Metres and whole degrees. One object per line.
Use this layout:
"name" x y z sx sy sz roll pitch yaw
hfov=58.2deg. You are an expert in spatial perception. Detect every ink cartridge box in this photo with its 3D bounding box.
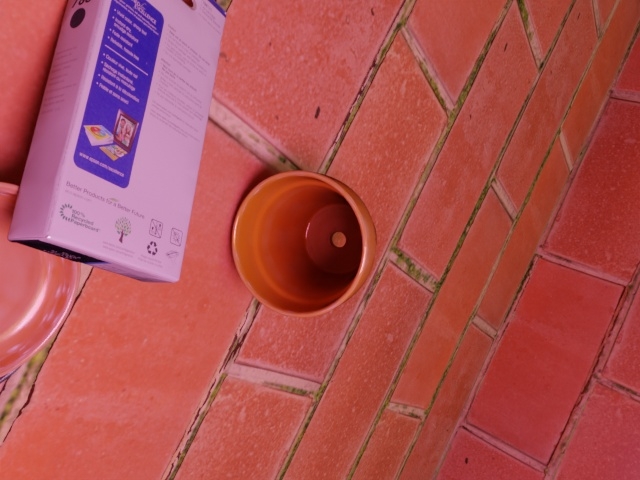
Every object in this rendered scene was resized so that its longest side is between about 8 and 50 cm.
"ink cartridge box" -0.191 -0.135 0.590 0.165 0.065 0.332 32 62 -55

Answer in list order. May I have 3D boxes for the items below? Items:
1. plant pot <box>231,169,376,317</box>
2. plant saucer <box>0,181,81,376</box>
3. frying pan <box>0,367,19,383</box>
"plant pot" 0.000 0.000 0.879 0.188 0.205 0.205 -9 116 -68
"plant saucer" -0.317 0.039 0.519 0.200 0.037 0.199 -34 135 -43
"frying pan" -0.371 0.021 0.506 0.197 0.053 0.326 -47 138 -28
